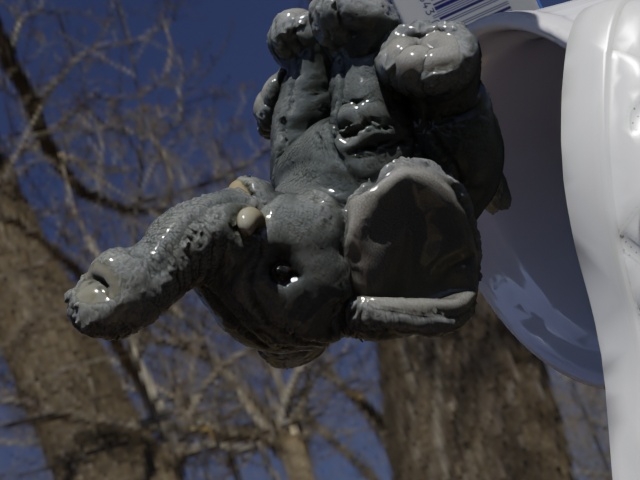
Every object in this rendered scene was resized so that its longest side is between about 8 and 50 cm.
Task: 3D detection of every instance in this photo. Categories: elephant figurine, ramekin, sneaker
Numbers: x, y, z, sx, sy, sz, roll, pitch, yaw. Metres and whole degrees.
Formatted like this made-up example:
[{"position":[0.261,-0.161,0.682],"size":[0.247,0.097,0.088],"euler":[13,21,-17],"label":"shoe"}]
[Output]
[{"position":[0.000,0.000,0.711],"size":[0.186,0.239,0.169],"euler":[19,-27,5],"label":"elephant figurine"},{"position":[0.210,-0.046,0.949],"size":[0.135,0.277,0.277],"euler":[-23,-21,-25],"label":"ramekin"},{"position":[0.197,0.011,0.532],"size":[0.169,0.292,0.108],"euler":[-23,-27,39],"label":"sneaker"}]

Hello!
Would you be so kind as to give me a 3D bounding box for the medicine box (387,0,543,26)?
[{"position":[0.137,-0.234,1.511],"size":[0.149,0.263,0.289],"euler":[-25,-3,-7],"label":"medicine box"}]
